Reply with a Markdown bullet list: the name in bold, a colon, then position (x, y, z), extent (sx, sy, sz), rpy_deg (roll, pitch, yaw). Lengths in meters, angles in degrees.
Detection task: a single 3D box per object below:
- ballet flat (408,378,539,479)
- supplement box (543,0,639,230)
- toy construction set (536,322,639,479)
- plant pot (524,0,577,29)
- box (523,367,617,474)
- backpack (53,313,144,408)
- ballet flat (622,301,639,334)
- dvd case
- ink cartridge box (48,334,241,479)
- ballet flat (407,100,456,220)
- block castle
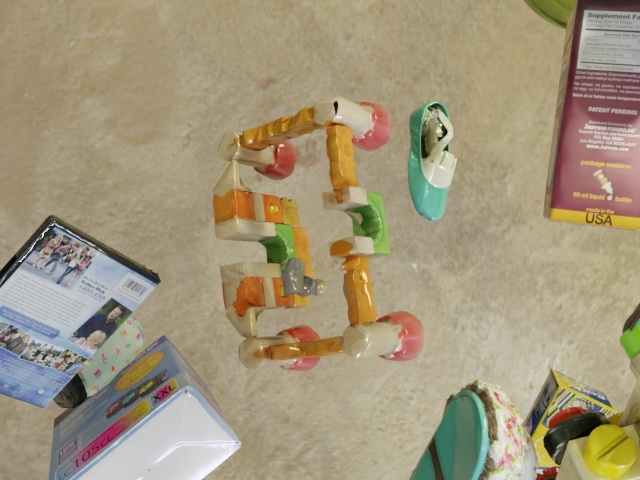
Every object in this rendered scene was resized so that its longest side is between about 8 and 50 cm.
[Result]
- **ballet flat**: position (0.123, 0.177, 0.540), extent (0.077, 0.241, 0.091), rpy_deg (2, 54, -8)
- **supplement box**: position (0.249, -0.107, 0.604), extent (0.081, 0.104, 0.188), rpy_deg (7, 95, 14)
- **toy construction set**: position (0.272, 0.171, 0.486), extent (0.215, 0.328, 0.151), rpy_deg (-14, 34, -3)
- **plant pot**: position (0.559, -0.580, 1.197), extent (0.366, 0.353, 0.366), rpy_deg (-1, 97, -8)
- **box**: position (0.211, 0.213, 0.655), extent (0.059, 0.054, 0.169), rpy_deg (25, 103, 8)
- **backpack**: position (-0.404, 0.192, 1.214), extent (0.115, 0.152, 0.182), rpy_deg (8, 37, 34)
- **ballet flat**: position (0.444, 0.027, 0.790), extent (0.095, 0.096, 0.280), rpy_deg (39, 130, 16)
- **dvd case**: position (-0.357, 0.101, 0.902), extent (0.253, 0.180, 0.022), rpy_deg (-46, 43, 6)
- **ink cartridge box**: position (-0.328, 0.332, 1.234), extent (0.270, 0.395, 0.151), rpy_deg (-38, 105, -12)
- **ballet flat**: position (0.206, -0.158, 1.258), extent (0.083, 0.087, 0.247), rpy_deg (16, 57, -24)
- **block castle**: position (0.000, 0.000, 1.215), extent (0.303, 0.213, 0.453), rpy_deg (-14, 79, 33)
